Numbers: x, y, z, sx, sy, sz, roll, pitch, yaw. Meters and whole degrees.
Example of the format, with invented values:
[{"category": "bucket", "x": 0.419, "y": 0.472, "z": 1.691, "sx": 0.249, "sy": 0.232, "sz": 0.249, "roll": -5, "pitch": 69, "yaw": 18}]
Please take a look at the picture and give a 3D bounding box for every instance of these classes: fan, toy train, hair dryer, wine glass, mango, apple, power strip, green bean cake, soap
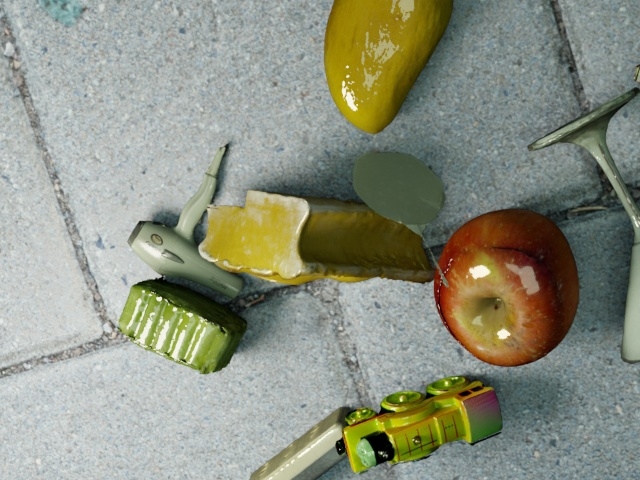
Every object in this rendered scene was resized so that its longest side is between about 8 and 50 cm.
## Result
[{"category": "fan", "x": 0.159, "y": -0.040, "z": 1.760, "sx": 0.182, "sy": 0.310, "sz": 0.010, "roll": -3, "pitch": 142, "yaw": -24}, {"category": "toy train", "x": 0.174, "y": 0.330, "z": 1.832, "sx": 0.296, "sy": 0.160, "sz": 0.100, "roll": -18, "pitch": 102, "yaw": -17}, {"category": "hair dryer", "x": -0.198, "y": -0.012, "z": 1.917, "sx": 0.267, "sy": 0.092, "sz": 0.229, "roll": -42, "pitch": 99, "yaw": 3}, {"category": "wine glass", "x": 0.536, "y": -0.034, "z": 1.713, "sx": 0.267, "sy": 0.267, "sz": 0.406, "roll": -28, "pitch": 89, "yaw": 12}, {"category": "mango", "x": 0.104, "y": -0.363, "z": 1.767, "sx": 0.195, "sy": 0.142, "sz": 0.332, "roll": 32, "pitch": 106, "yaw": 7}, {"category": "apple", "x": 0.325, "y": 0.078, "z": 1.768, "sx": 0.251, "sy": 0.206, "sz": 0.272, "roll": -11, "pitch": 109, "yaw": 33}, {"category": "power strip", "x": -0.032, "y": 0.417, "z": 1.942, "sx": 0.256, "sy": 0.105, "sz": 0.070, "roll": -38, "pitch": 97, "yaw": 12}, {"category": "green bean cake", "x": -0.250, "y": 0.155, "z": 1.883, "sx": 0.214, "sy": 0.200, "sz": 0.113, "roll": 25, "pitch": 94, "yaw": 8}, {"category": "soap", "x": 0.000, "y": 0.000, "z": 1.869, "sx": 0.304, "sy": 0.338, "sz": 0.169, "roll": 9, "pitch": 93, "yaw": 49}]

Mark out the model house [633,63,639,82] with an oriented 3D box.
[{"category": "model house", "x": 0.581, "y": -0.291, "z": 1.748, "sx": 0.083, "sy": 0.057, "sz": 0.058, "roll": 17, "pitch": 107, "yaw": 7}]
